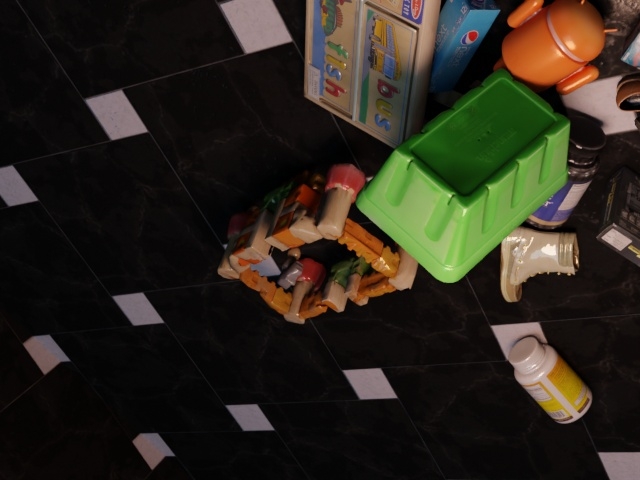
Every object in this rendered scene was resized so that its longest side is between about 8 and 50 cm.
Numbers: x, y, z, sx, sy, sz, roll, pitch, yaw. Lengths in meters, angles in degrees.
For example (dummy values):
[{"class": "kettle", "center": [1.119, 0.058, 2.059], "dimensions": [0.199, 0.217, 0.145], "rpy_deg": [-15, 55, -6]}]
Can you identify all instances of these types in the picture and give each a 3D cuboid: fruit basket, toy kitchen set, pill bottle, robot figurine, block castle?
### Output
[{"class": "fruit basket", "center": [0.248, -0.098, 1.806], "dimensions": [0.283, 0.392, 0.392], "rpy_deg": [43, 141, 18]}, {"class": "toy kitchen set", "center": [0.284, -0.291, 1.932], "dimensions": [0.083, 0.075, 0.068], "rpy_deg": [14, 104, -34]}, {"class": "pill bottle", "center": [0.545, 0.331, 2.333], "dimensions": [0.117, 0.117, 0.215], "rpy_deg": [-26, 116, 41]}, {"class": "robot figurine", "center": [0.414, -0.347, 1.737], "dimensions": [0.128, 0.158, 0.219], "rpy_deg": [3, 155, -40]}, {"class": "pill bottle", "center": [0.471, -0.135, 1.916], "dimensions": [0.122, 0.123, 0.219], "rpy_deg": [23, 137, 4]}, {"class": "block castle", "center": [0.000, 0.000, 2.224], "dimensions": [0.303, 0.213, 0.453], "rpy_deg": [36, 145, -26]}]

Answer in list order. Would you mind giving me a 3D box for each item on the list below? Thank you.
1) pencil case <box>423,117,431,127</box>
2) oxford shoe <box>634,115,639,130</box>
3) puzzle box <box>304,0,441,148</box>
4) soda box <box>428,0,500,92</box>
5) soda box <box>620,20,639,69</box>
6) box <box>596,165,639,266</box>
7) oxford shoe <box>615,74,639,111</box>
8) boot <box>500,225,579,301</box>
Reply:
[{"class": "pencil case", "center": [0.284, -0.200, 1.977], "dimensions": [0.206, 0.086, 0.088], "rpy_deg": [8, 100, 17]}, {"class": "oxford shoe", "center": [0.693, -0.199, 1.791], "dimensions": [0.227, 0.083, 0.096], "rpy_deg": [20, 119, 7]}, {"class": "puzzle box", "center": [0.089, -0.376, 1.838], "dimensions": [0.272, 0.052, 0.409], "rpy_deg": [32, 146, 24]}, {"class": "soda box", "center": [0.247, -0.372, 1.819], "dimensions": [0.071, 0.067, 0.210], "rpy_deg": [-8, 148, -29]}, {"class": "soda box", "center": [0.588, -0.378, 1.666], "dimensions": [0.058, 0.063, 0.183], "rpy_deg": [26, 137, 1]}, {"class": "box", "center": [0.655, -0.017, 1.894], "dimensions": [0.232, 0.183, 0.059], "rpy_deg": [32, 138, -7]}, {"class": "oxford shoe", "center": [0.636, -0.264, 1.746], "dimensions": [0.212, 0.076, 0.076], "rpy_deg": [-10, 125, 31]}, {"class": "boot", "center": [0.480, 0.059, 2.135], "dimensions": [0.165, 0.077, 0.213], "rpy_deg": [6, 131, 19]}]
